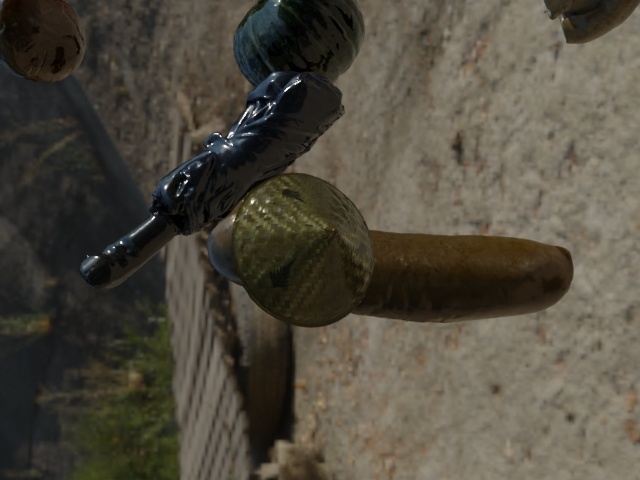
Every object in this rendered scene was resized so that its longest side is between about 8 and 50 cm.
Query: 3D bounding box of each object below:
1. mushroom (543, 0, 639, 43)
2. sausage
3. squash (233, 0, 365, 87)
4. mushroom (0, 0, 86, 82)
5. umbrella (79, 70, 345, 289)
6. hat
[{"bbox_3d":[0.383,-0.405,1.486,0.286,0.151,0.156,62,-144,-42],"label":"mushroom"},{"bbox_3d":[0.091,0.041,1.460,0.123,0.501,0.136,-41,-42,-82],"label":"sausage"},{"bbox_3d":[-0.032,-0.310,1.610,0.218,0.172,0.218,-54,13,18],"label":"squash"},{"bbox_3d":[-0.361,-0.282,1.387,0.080,0.135,0.170,-22,37,30],"label":"mushroom"},{"bbox_3d":[-0.086,-0.050,0.833,0.071,0.248,0.071,49,171,10],"label":"umbrella"},{"bbox_3d":[0.000,0.000,0.942,0.067,0.146,0.146,-29,59,59],"label":"hat"}]
